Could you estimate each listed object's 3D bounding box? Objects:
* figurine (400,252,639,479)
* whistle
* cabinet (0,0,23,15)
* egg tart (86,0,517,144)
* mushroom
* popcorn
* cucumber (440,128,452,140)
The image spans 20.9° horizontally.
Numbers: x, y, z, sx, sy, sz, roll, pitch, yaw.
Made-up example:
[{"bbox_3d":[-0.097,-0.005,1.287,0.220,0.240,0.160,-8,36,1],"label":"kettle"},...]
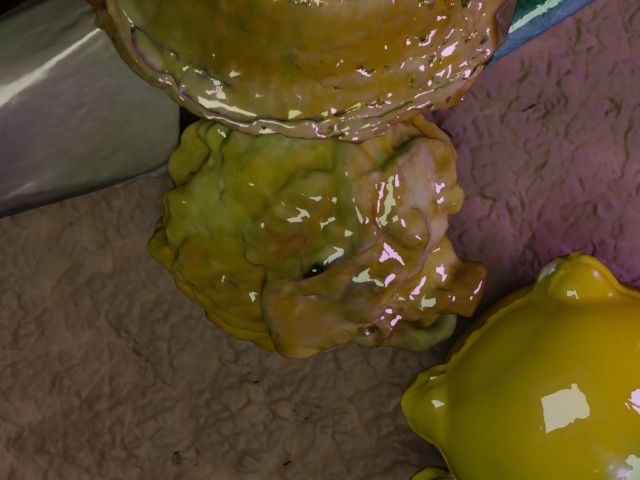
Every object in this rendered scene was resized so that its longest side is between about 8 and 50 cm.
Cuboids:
[{"bbox_3d":[0.238,0.173,1.374,0.340,0.231,0.323,42,102,-15],"label":"figurine"},{"bbox_3d":[0.196,-0.196,1.370,0.186,0.039,0.039,-31,102,10],"label":"whistle"},{"bbox_3d":[-0.263,-0.273,1.275,0.148,0.215,0.175,31,104,-6],"label":"cabinet"},{"bbox_3d":[-0.006,-0.235,1.250,0.345,0.132,0.345,2,76,-9],"label":"egg tart"},{"bbox_3d":[-0.275,-0.085,1.368,0.407,0.137,0.154,-21,139,7],"label":"mushroom"},{"bbox_3d":[0.000,0.000,1.338,0.266,0.192,0.233,30,119,-7],"label":"popcorn"},{"bbox_3d":[0.072,-0.030,1.425,0.032,0.032,0.133,20,107,-3],"label":"cucumber"}]
